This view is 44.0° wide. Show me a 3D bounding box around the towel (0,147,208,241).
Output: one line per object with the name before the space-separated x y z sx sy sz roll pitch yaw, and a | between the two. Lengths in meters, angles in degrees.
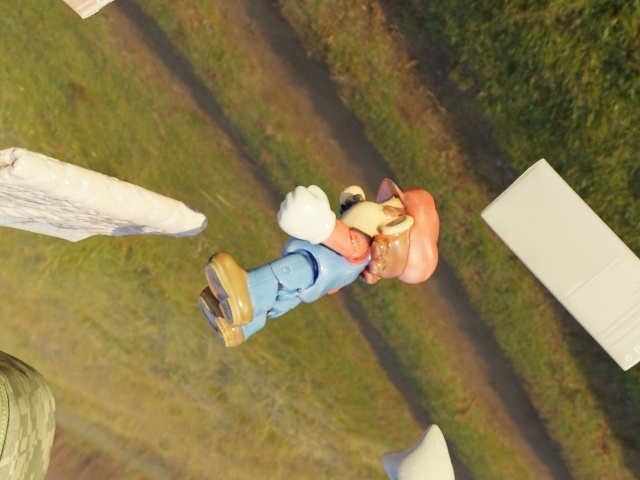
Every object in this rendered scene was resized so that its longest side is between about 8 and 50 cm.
towel | -0.385 -0.052 1.144 0.316 0.054 0.331 -4 167 34

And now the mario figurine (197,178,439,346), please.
mario figurine | 0.000 0.000 0.962 0.198 0.320 0.170 9 117 61

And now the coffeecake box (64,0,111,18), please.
coffeecake box | -0.267 -0.344 0.794 0.068 0.142 0.185 -17 138 33

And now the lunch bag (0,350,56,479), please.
lunch bag | -0.269 0.101 0.272 0.304 0.213 0.256 15 170 0

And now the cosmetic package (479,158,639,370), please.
cosmetic package | 0.299 0.022 0.915 0.238 0.107 0.127 50 -166 4

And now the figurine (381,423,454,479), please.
figurine | 0.065 0.298 0.735 0.092 0.214 0.209 43 -165 -36
